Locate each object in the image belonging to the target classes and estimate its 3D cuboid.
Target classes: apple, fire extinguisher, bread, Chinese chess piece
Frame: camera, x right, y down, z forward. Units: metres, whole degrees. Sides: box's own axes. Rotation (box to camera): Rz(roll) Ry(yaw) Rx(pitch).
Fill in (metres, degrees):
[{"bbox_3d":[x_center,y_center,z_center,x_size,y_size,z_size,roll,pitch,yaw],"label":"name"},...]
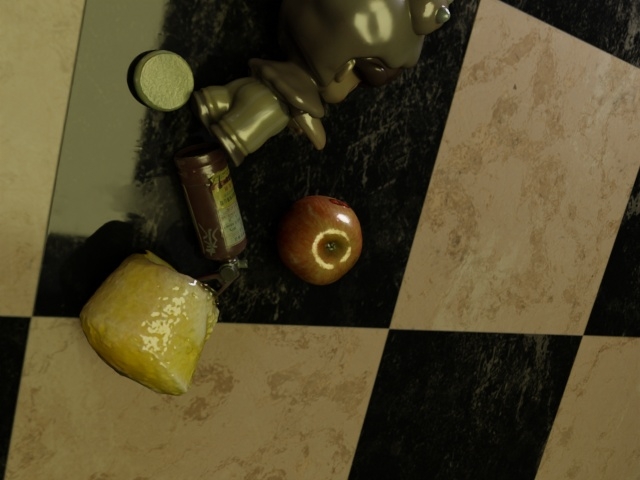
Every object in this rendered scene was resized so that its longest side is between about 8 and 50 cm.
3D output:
[{"bbox_3d":[0.000,0.000,1.020,0.147,0.131,0.146,-9,111,-24],"label":"apple"},{"bbox_3d":[-0.172,-0.022,0.955,0.075,0.106,0.251,-55,140,-55],"label":"fire extinguisher"},{"bbox_3d":[-0.238,0.120,0.884,0.197,0.197,0.170,42,75,-35],"label":"bread"},{"bbox_3d":[-0.220,-0.224,0.865,0.084,0.034,0.084,-9,108,-30],"label":"Chinese chess piece"}]

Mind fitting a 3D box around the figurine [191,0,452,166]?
[{"bbox_3d":[-0.009,-0.267,0.878,0.381,0.248,0.203,-40,125,-4],"label":"figurine"}]
